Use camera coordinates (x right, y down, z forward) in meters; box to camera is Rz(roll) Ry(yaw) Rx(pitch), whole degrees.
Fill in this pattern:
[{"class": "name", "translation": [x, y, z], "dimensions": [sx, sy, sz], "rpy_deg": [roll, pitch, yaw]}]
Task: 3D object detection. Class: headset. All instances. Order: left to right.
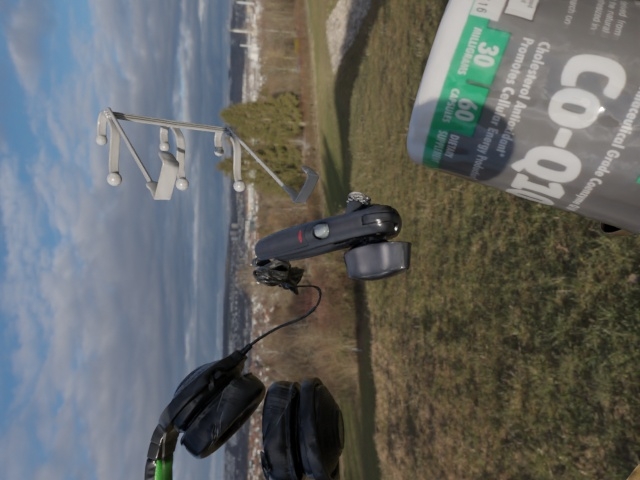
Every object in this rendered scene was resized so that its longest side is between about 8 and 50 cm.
[{"class": "headset", "translation": [-0.086, 0.219, 0.592], "dimensions": [0.185, 0.244, 0.394], "rpy_deg": [51, -127, -75]}]

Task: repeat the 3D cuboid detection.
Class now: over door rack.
[{"class": "over door rack", "translation": [-0.198, -0.117, 0.763], "dimensions": [0.324, 0.240, 0.108], "rpy_deg": [35, 118, 45]}]

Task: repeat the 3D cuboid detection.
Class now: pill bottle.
[{"class": "pill bottle", "translation": [0.287, -0.122, 0.473], "dimensions": [0.204, 0.361, 0.204], "rpy_deg": [20, -90, -77]}]

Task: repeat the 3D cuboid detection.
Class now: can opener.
[{"class": "can opener", "translation": [0.000, 0.000, 0.451], "dimensions": [0.186, 0.059, 0.073], "rpy_deg": [-6, 71, 43]}]

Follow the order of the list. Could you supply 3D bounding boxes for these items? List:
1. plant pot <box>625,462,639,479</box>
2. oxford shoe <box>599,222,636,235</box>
[{"class": "plant pot", "translation": [0.423, 0.261, 0.518], "dimensions": [0.032, 0.236, 0.236], "rpy_deg": [-123, 35, -59]}, {"class": "oxford shoe", "translation": [0.543, -0.077, 0.796], "dimensions": [0.227, 0.096, 0.082], "rpy_deg": [89, 169, -52]}]
